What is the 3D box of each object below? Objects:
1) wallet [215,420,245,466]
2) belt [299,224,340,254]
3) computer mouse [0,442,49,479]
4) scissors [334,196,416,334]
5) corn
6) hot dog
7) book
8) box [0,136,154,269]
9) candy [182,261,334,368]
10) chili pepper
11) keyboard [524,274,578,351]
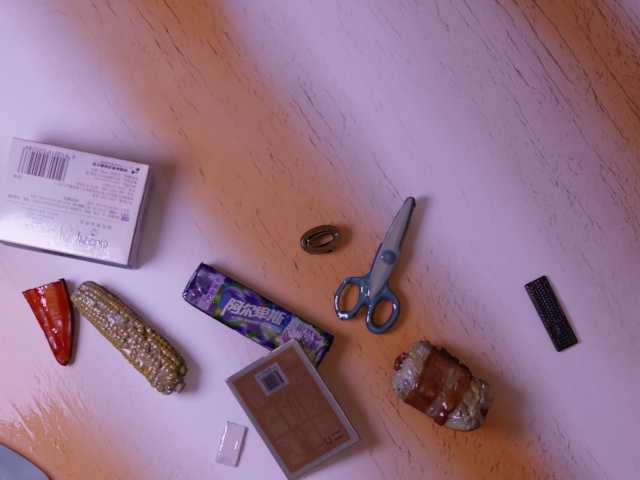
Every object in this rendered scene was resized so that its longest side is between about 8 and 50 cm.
[{"bbox_3d":[-0.178,0.403,1.930,0.044,0.011,0.083,16,82,-2],"label":"wallet"},{"bbox_3d":[0.000,0.000,1.982,0.083,0.036,0.059,-20,91,-6],"label":"belt"},{"bbox_3d":[-0.661,0.452,1.851,0.288,0.097,0.159,31,80,1],"label":"computer mouse"},{"bbox_3d":[0.132,0.043,1.981,0.138,0.041,0.289,23,86,-2],"label":"scissors"},{"bbox_3d":[-0.369,0.188,1.907,0.288,0.086,0.086,43,82,3],"label":"corn"},{"bbox_3d":[0.238,0.294,1.927,0.213,0.103,0.146,39,60,6],"label":"hot dog"},{"bbox_3d":[-0.054,0.332,1.911,0.170,0.018,0.242,-31,93,7],"label":"book"},{"bbox_3d":[-0.483,-0.069,1.916,0.274,0.116,0.203,11,82,-3],"label":"box"},{"bbox_3d":[-0.125,0.156,1.940,0.312,0.061,0.088,30,80,0],"label":"candy"},{"bbox_3d":[-0.522,0.166,1.915,0.088,0.065,0.169,-15,90,6],"label":"chili pepper"},{"bbox_3d":[0.475,0.151,2.006,0.053,0.010,0.155,-26,85,-8],"label":"keyboard"}]
